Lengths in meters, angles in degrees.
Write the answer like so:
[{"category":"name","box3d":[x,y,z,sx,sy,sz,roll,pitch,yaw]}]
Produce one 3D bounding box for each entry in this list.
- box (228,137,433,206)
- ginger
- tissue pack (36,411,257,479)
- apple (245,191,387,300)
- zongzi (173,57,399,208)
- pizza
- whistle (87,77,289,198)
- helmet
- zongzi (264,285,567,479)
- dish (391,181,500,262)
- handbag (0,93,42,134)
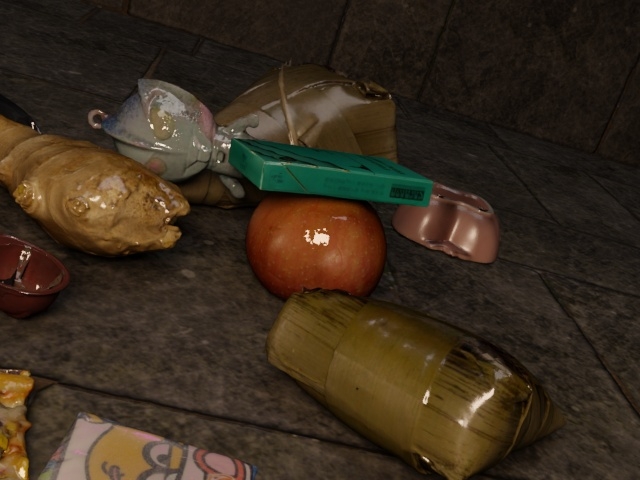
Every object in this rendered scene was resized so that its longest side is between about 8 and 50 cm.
[{"category":"box","box3d":[0.009,-0.089,1.039,0.226,0.042,0.161,4,14,-23]},{"category":"ginger","box3d":[-0.309,-0.089,1.054,0.236,0.166,0.375,-8,38,-36]},{"category":"tissue pack","box3d":[-0.135,0.200,0.611,0.155,0.065,0.115,17,22,-2]},{"category":"apple","box3d":[0.000,0.000,1.079,0.201,0.162,0.201,15,23,-6]},{"category":"zongzi","box3d":[-0.161,-0.209,1.456,0.467,0.218,0.500,-7,22,-21]},{"category":"pizza","box3d":[-0.288,0.161,0.621,0.185,0.036,0.176,-3,30,-43]},{"category":"whistle","box3d":[-0.159,-0.135,1.145,0.346,0.142,0.134,13,0,-6]},{"category":"helmet","box3d":[-0.321,0.046,0.845,0.111,0.057,0.089,32,28,20]},{"category":"zongzi","box3d":[0.115,0.150,0.890,0.274,0.145,0.300,25,5,31]},{"category":"dish","box3d":[0.243,-0.045,1.489,0.213,0.090,0.213,17,21,-6]},{"category":"handbag","box3d":[-0.589,-0.217,1.236,0.254,0.088,0.211,34,23,26]}]
